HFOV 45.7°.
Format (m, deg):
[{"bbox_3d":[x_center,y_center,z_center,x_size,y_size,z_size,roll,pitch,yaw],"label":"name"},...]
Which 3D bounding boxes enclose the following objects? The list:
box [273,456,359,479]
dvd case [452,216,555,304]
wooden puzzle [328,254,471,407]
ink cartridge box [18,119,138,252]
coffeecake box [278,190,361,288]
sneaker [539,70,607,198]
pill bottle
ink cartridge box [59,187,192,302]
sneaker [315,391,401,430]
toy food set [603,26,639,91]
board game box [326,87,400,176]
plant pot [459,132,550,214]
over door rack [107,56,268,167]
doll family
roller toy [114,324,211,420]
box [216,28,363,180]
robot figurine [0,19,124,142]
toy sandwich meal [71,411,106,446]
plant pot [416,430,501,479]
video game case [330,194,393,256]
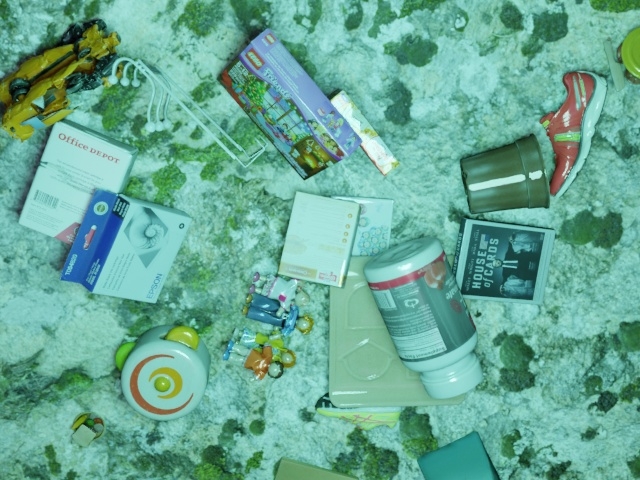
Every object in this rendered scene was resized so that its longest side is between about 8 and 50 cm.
[{"bbox_3d":[-0.023,0.629,1.865,0.201,0.021,0.164,17,102,-6],"label":"box"},{"bbox_3d":[0.409,0.049,1.705,0.239,0.029,0.179,6,98,-21],"label":"dvd case"},{"bbox_3d":[0.178,0.204,1.748,0.322,0.080,0.347,-1,99,-5],"label":"wooden puzzle"},{"bbox_3d":[-0.516,-0.119,1.631,0.172,0.100,0.237,23,101,-8],"label":"ink cartridge box"},{"bbox_3d":[0.000,0.000,1.654,0.142,0.068,0.185,12,85,10],"label":"coffeecake box"},{"bbox_3d":[0.535,-0.233,1.666,0.118,0.107,0.279,16,99,13],"label":"sneaker"},{"bbox_3d":[0.228,0.168,1.615,0.176,0.176,0.318,-23,100,3],"label":"pill bottle"},{"bbox_3d":[-0.415,0.018,1.636,0.224,0.045,0.223,15,105,-42],"label":"ink cartridge box"},{"bbox_3d":[0.091,0.410,1.792,0.209,0.081,0.094,3,113,1],"label":"sneaker"},{"bbox_3d":[0.712,-0.396,1.643,0.218,0.071,0.128,-18,79,0],"label":"toy food set"},{"bbox_3d":[0.086,-0.232,1.607,0.045,0.147,0.193,-38,101,6],"label":"board game box"},{"bbox_3d":[0.394,-0.132,1.643,0.165,0.167,0.167,-12,103,8],"label":"plant pot"},{"bbox_3d":[-0.267,-0.244,1.541,0.324,0.239,0.108,33,97,-9],"label":"over door rack"},{"bbox_3d":[-0.105,0.199,1.731,0.163,0.118,0.263,21,83,-1],"label":"doll family"},{"bbox_3d":[-0.344,0.299,1.711,0.209,0.146,0.191,-24,103,3],"label":"roller toy"},{"bbox_3d":[-0.069,-0.271,1.567,0.293,0.201,0.057,48,62,-11],"label":"box"},{"bbox_3d":[-0.527,-0.333,1.554,0.291,0.211,0.085,-31,142,2],"label":"robot figurine"},{"bbox_3d":[-0.550,0.446,1.796,0.086,0.029,0.085,-1,103,-2],"label":"toy sandwich meal"},{"bbox_3d":[0.349,0.598,1.765,0.165,0.234,0.165,-26,103,4],"label":"plant pot"},{"bbox_3d":[0.087,-0.021,1.721,0.143,0.019,0.157,4,102,-4],"label":"video game case"}]
